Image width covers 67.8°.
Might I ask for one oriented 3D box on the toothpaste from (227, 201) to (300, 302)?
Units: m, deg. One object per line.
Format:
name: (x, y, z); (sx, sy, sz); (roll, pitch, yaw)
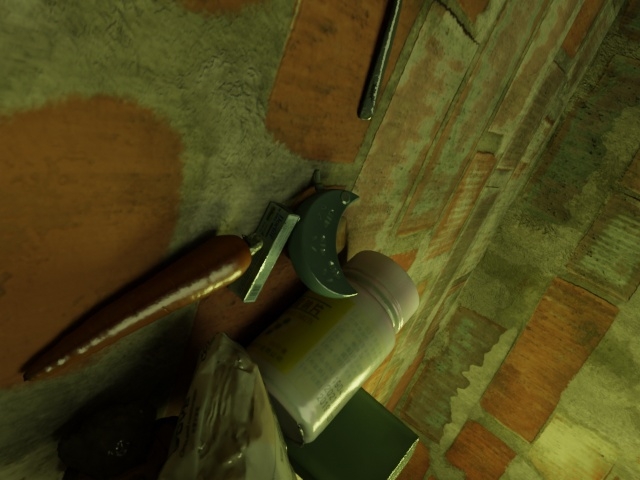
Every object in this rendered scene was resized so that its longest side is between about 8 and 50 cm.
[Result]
toothpaste: (-0.092, 0.021, 0.760); (0.034, 0.046, 0.164); (10, 110, -59)

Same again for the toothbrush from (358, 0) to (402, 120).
toothbrush: (0.108, -0.324, 0.738); (0.030, 0.030, 0.297); (-5, 130, -27)

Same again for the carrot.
carrot: (-0.210, 0.071, 0.612); (0.336, 0.069, 0.069); (-31, 144, -31)

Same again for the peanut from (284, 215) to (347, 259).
peanut: (0.000, 0.000, 0.868); (0.152, 0.076, 0.076); (-32, 144, -37)

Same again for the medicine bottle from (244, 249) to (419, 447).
medicine bottle: (0.020, 0.201, 0.964); (0.379, 0.214, 0.213); (-40, 149, -30)

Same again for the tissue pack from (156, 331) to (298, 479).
tissue pack: (-0.115, 0.379, 0.683); (0.375, 0.195, 0.389); (-87, 170, -47)

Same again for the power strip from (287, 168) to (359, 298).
power strip: (0.009, -0.011, 0.800); (0.137, 0.044, 0.215); (6, 80, -38)

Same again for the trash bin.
trash bin: (0.011, 0.404, 1.032); (0.223, 0.344, 0.158); (-40, 147, -29)

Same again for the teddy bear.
teddy bear: (-0.276, 0.309, 0.677); (0.177, 0.140, 0.190); (-26, 125, -19)
